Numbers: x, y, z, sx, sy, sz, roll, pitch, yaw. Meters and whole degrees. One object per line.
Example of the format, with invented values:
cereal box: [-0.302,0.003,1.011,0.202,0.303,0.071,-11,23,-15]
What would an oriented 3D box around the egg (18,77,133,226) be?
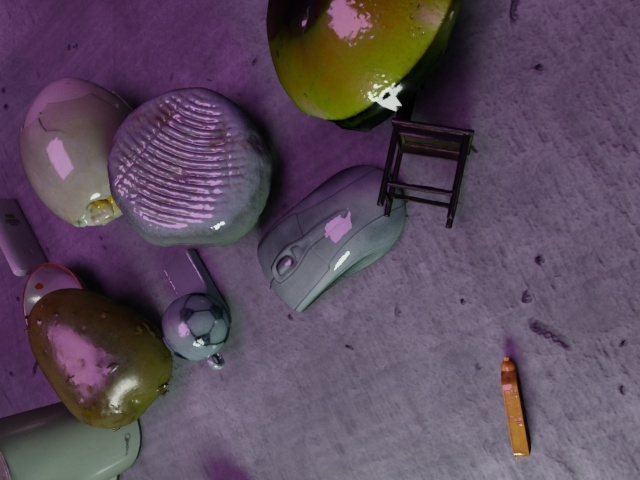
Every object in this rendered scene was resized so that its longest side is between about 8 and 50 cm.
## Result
egg: [-0.540,-0.213,1.367,0.278,0.278,0.336,-28,86,28]

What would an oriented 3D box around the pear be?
pear: [0.034,-0.395,1.010,0.398,0.165,0.399,-25,57,44]

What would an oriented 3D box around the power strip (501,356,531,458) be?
power strip: [0.339,0.290,1.041,0.028,0.049,0.178,-10,89,24]

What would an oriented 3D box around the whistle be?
whistle: [-0.293,0.161,1.329,0.163,0.163,0.290,-39,75,26]

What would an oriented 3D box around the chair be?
chair: [0.186,-0.166,1.021,0.141,0.154,0.260,12,87,12]

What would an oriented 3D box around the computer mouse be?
computer mouse: [0.000,0.000,1.177,0.371,0.122,0.188,-41,73,29]

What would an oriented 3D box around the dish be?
dish: [-0.674,0.183,1.589,0.260,0.085,0.260,3,97,28]

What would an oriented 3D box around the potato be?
potato: [-0.512,0.255,1.394,0.269,0.219,0.359,-39,90,-9]

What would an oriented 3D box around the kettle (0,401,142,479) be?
kettle: [-0.637,0.564,1.426,0.250,0.376,0.361,1,94,29]

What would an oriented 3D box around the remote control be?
remote control: [-0.850,-0.013,1.663,0.034,0.103,0.250,-39,76,23]

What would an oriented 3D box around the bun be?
bun: [-0.265,-0.148,1.255,0.354,0.194,0.355,-1,79,4]
